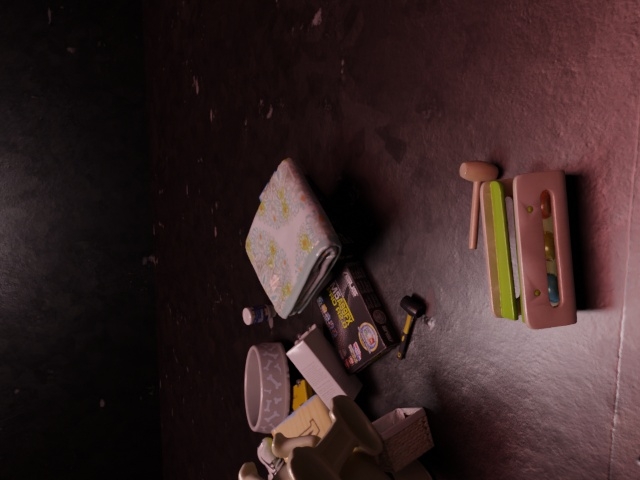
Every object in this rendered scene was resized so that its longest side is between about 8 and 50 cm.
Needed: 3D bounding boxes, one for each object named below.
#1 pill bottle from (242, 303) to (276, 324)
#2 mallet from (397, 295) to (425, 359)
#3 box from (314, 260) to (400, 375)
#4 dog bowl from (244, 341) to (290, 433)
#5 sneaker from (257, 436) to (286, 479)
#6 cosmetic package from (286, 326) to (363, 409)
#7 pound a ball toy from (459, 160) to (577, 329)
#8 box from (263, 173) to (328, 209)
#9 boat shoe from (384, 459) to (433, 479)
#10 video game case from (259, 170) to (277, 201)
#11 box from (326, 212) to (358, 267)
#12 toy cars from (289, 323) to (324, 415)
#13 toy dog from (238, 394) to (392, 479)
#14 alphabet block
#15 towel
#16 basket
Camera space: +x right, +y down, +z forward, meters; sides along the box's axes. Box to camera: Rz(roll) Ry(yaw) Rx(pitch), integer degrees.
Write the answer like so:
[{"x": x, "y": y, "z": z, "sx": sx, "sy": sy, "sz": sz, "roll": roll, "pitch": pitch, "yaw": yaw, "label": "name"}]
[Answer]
[{"x": -0.235, "y": 0.285, "z": 1.812, "sx": 0.067, "sy": 0.120, "sz": 0.067, "roll": 13, "pitch": 106, "yaw": 53, "label": "pill bottle"}, {"x": 0.222, "y": 0.231, "z": 1.234, "sx": 0.062, "sy": 0.039, "sz": 0.190, "roll": 44, "pitch": 133, "yaw": 40, "label": "mallet"}, {"x": 0.099, "y": 0.232, "z": 1.382, "sx": 0.216, "sy": 0.060, "sz": 0.270, "roll": -52, "pitch": 55, "yaw": 46, "label": "box"}, {"x": -0.209, "y": 0.550, "z": 1.752, "sx": 0.348, "sy": 0.102, "sz": 0.350, "roll": -176, "pitch": 90, "yaw": -71, "label": "dog bowl"}, {"x": -0.154, "y": 0.884, "z": 1.807, "sx": 0.153, "sy": 0.094, "sz": 0.235, "roll": 5, "pitch": 109, "yaw": 48, "label": "sneaker"}, {"x": 0.014, "y": 0.389, "z": 1.399, "sx": 0.085, "sy": 0.117, "sz": 0.231, "roll": -43, "pitch": 82, "yaw": 22, "label": "cosmetic package"}, {"x": 0.387, "y": -0.011, "z": 0.903, "sx": 0.208, "sy": 0.135, "sz": 0.320, "roll": -177, "pitch": 81, "yaw": -80, "label": "pound a ball toy"}, {"x": -0.102, "y": -0.075, "z": 1.548, "sx": 0.163, "sy": 0.142, "sz": 0.248, "roll": 53, "pitch": 136, "yaw": 34, "label": "box"}, {"x": 0.220, "y": 0.625, "z": 1.282, "sx": 0.233, "sy": 0.084, "sz": 0.079, "roll": 22, "pitch": 151, "yaw": 44, "label": "boat shoe"}, {"x": -0.178, "y": -0.163, "z": 1.749, "sx": 0.166, "sy": 0.015, "sz": 0.119, "roll": -49, "pitch": 56, "yaw": 47, "label": "video game case"}, {"x": 0.000, "y": 0.000, "z": 1.409, "sx": 0.180, "sy": 0.147, "sz": 0.078, "roll": 49, "pitch": 133, "yaw": 40, "label": "box"}, {"x": -0.035, "y": 0.445, "z": 1.591, "sx": 0.176, "sy": 0.087, "sz": 0.395, "roll": 40, "pitch": 123, "yaw": 59, "label": "toy cars"}, {"x": -0.009, "y": 0.637, "z": 1.133, "sx": 0.395, "sy": 0.284, "sz": 0.408, "roll": 42, "pitch": 122, "yaw": 1, "label": "toy dog"}, {"x": 0.005, "y": 0.613, "z": 1.412, "sx": 0.193, "sy": 0.192, "sz": 0.197, "roll": -42, "pitch": 53, "yaw": 6, "label": "alphabet block"}, {"x": -0.095, "y": 0.007, "z": 1.341, "sx": 0.321, "sy": 0.090, "sz": 0.375, "roll": 60, "pitch": 139, "yaw": 28, "label": "towel"}, {"x": 0.196, "y": 0.512, "z": 1.203, "sx": 0.113, "sy": 0.167, "sz": 0.103, "roll": -29, "pitch": 76, "yaw": 52, "label": "basket"}]
